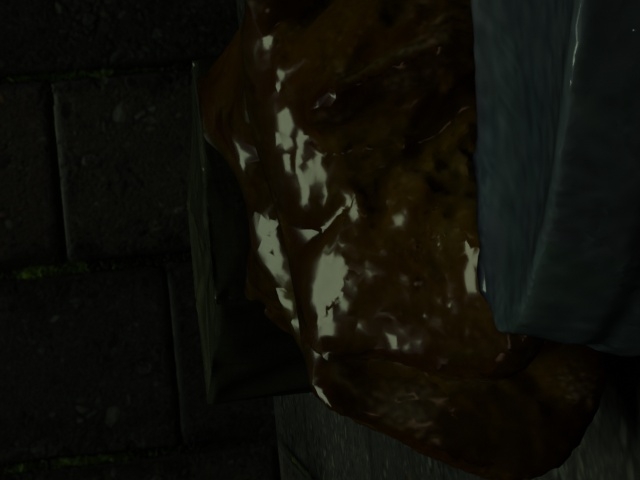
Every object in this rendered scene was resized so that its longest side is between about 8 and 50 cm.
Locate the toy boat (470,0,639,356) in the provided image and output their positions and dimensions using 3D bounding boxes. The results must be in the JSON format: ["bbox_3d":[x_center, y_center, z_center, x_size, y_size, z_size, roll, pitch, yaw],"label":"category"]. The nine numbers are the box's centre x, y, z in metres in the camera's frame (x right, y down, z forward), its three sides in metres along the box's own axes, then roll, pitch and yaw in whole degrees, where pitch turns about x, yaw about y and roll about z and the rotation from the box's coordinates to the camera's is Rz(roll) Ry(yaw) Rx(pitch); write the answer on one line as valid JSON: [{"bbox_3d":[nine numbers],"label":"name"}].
[{"bbox_3d":[0.096,-0.076,0.558,0.127,0.078,0.283,-110,17,-53],"label":"toy boat"}]

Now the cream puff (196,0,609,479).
[{"bbox_3d":[0.040,-0.030,0.781,0.269,0.155,0.241,-153,52,-74],"label":"cream puff"}]

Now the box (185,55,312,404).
[{"bbox_3d":[0.000,0.000,1.095,0.231,0.149,0.155,105,160,-72],"label":"box"}]
